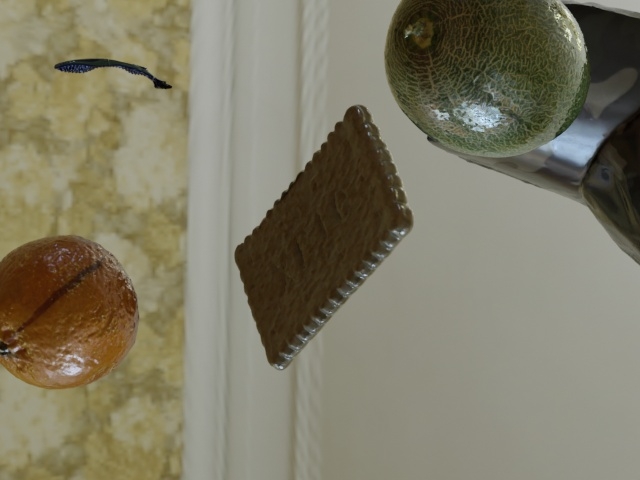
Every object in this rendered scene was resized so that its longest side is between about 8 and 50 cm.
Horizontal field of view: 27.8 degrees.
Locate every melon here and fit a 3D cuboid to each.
[{"bbox_3d":[0.122,-0.133,0.957,0.139,0.192,0.139,-12,-108,41],"label":"melon"}]

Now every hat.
[{"bbox_3d":[0.312,-0.063,1.292,0.366,0.381,0.257,109,-25,-51],"label":"hat"}]

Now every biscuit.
[{"bbox_3d":[0.000,0.000,1.676,0.325,0.044,0.217,-51,-134,34],"label":"biscuit"}]

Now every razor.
[{"bbox_3d":[-0.273,-0.224,1.702,0.044,0.154,0.028,-162,-99,-66],"label":"razor"}]

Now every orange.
[{"bbox_3d":[-0.307,0.087,1.509,0.193,0.161,0.193,16,-52,22],"label":"orange"}]
